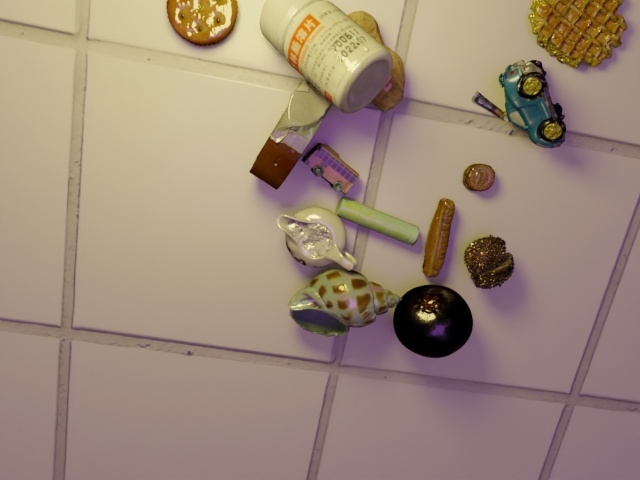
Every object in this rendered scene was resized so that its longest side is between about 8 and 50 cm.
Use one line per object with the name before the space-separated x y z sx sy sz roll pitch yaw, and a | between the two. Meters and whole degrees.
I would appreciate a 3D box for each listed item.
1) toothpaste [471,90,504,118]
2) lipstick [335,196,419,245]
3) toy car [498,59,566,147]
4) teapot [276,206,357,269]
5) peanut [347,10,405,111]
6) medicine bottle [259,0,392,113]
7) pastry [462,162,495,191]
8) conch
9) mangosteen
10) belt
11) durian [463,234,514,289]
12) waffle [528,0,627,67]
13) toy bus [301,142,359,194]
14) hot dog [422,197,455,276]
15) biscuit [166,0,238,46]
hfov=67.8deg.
toothpaste | 0.574 -0.452 1.610 0.139 0.021 0.037 31 99 -9
lipstick | 0.202 -0.066 1.662 0.304 0.076 0.076 22 103 -10
toy car | 0.684 -0.430 1.548 0.165 0.198 0.314 -21 113 37
teapot | 0.000 0.000 1.617 0.299 0.166 0.209 32 92 7
peanut | 0.165 -0.563 1.494 0.149 0.149 0.313 -33 98 5
medicine bottle | 0.012 -0.559 1.374 0.211 0.211 0.371 -46 74 9
pastry | 0.550 -0.218 1.653 0.109 0.057 0.097 -22 104 1
conch | 0.084 0.217 1.658 0.367 0.197 0.250 14 119 18
mangosteen | 0.403 0.304 1.704 0.274 0.275 0.302 -21 140 2
belt | -0.096 -0.330 1.494 0.122 0.217 0.339 32 107 -11
durian | 0.587 0.082 1.676 0.195 0.167 0.196 6 73 -20
waffle | 0.835 -0.706 1.540 0.307 0.060 0.312 -25 104 4
toy bus | 0.034 -0.244 1.593 0.182 0.091 0.103 36 98 -14
hot dog | 0.424 -0.008 1.695 0.068 0.083 0.289 4 106 -25
biscuit | -0.362 -0.708 1.452 0.220 0.066 0.221 -1 104 -4
